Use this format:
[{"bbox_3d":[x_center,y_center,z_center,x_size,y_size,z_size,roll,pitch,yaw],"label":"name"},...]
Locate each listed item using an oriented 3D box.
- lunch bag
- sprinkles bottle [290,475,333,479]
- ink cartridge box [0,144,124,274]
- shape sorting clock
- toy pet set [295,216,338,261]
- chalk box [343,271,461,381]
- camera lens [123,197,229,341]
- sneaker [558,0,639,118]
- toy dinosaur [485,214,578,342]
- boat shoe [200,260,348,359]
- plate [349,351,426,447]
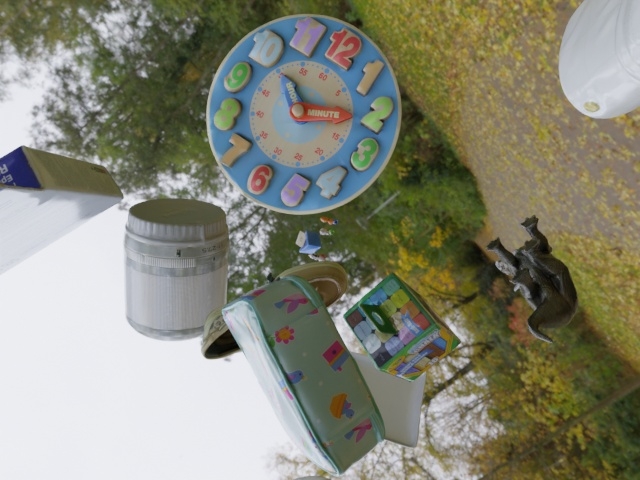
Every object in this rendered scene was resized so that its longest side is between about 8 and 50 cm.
[{"bbox_3d":[-0.034,0.183,0.710,0.279,0.108,0.224,62,158,1],"label":"lunch bag"},{"bbox_3d":[0.030,0.423,0.569,0.121,0.121,0.355,-108,-1,-56],"label":"sprinkles bottle"},{"bbox_3d":[-0.433,0.004,0.563,0.071,0.324,0.330,58,177,-4],"label":"ink cartridge box"},{"bbox_3d":[-0.021,-0.130,0.498,0.206,0.206,0.040,53,-174,6],"label":"shape sorting clock"},{"bbox_3d":[0.000,0.000,1.293,0.114,0.122,0.065,10,-166,-36],"label":"toy pet set"},{"bbox_3d":[0.194,0.215,1.208,0.180,0.179,0.289,54,-170,36],"label":"chalk box"},{"bbox_3d":[-0.314,0.065,1.057,0.220,0.274,0.219,6,-161,-2],"label":"camera lens"},{"bbox_3d":[0.258,-0.217,0.315,0.108,0.292,0.169,34,171,1],"label":"sneaker"},{"bbox_3d":[0.369,0.065,0.797,0.160,0.121,0.313,42,-162,-16],"label":"toy dinosaur"},{"bbox_3d":[-0.078,0.131,0.849,0.104,0.285,0.089,58,-169,-21],"label":"boat shoe"},{"bbox_3d":[0.176,0.492,1.501,0.278,0.278,0.045,-66,-18,-47],"label":"plate"}]
